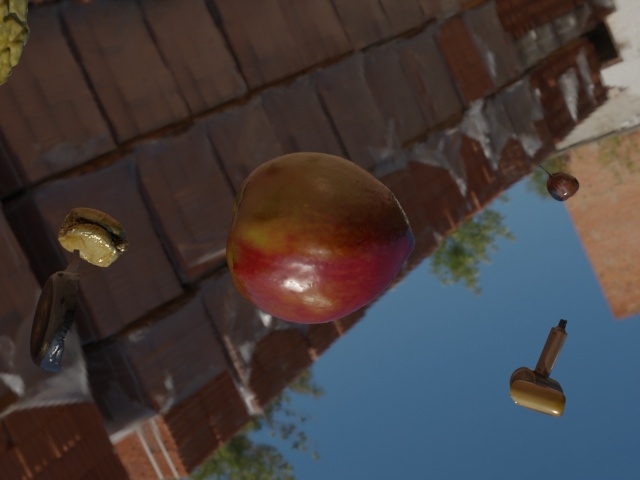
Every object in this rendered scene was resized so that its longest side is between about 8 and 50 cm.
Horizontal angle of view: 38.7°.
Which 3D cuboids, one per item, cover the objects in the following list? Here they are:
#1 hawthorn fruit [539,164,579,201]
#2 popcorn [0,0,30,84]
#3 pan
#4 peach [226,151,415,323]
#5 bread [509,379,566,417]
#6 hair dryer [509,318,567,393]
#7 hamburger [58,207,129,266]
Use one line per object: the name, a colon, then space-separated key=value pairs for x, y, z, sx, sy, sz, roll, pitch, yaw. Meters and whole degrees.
hawthorn fruit: x=0.530 y=-0.134 z=2.039 sx=0.067 sy=0.103 sz=0.066 roll=-42 pitch=-160 yaw=19
popcorn: x=-0.570 y=-0.364 z=1.475 sx=0.190 sy=0.250 sz=0.250 roll=13 pitch=167 yaw=-29
pan: x=-0.306 y=0.063 z=1.065 sx=0.114 sy=0.040 sz=0.212 roll=-63 pitch=-159 yaw=24
peach: x=0.000 y=0.000 z=0.962 sx=0.197 sy=0.197 sz=0.197 roll=-24 pitch=-173 yaw=3
bread: x=0.401 y=0.291 z=1.685 sx=0.103 sy=0.049 sz=0.062 roll=16 pitch=167 yaw=15
hair dryer: x=0.461 y=0.244 z=1.836 sx=0.064 sy=0.117 sz=0.181 roll=23 pitch=-91 yaw=51
hamburger: x=-0.493 y=-0.008 z=1.986 sx=0.138 sy=0.147 sz=0.083 roll=-36 pitch=-150 yaw=57
